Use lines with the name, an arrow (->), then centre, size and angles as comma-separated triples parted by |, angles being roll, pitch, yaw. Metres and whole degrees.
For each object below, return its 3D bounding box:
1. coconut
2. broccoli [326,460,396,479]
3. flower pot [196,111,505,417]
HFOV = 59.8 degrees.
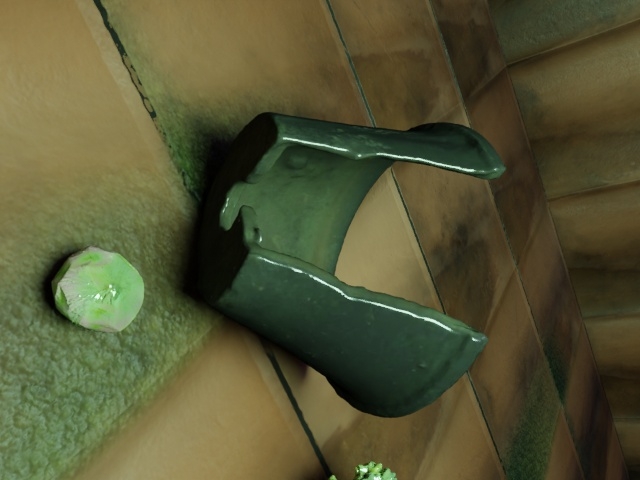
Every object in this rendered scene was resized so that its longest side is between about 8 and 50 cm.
coconut -> -0.213, 0.047, 0.532 | 0.082, 0.081, 0.084 | 4, 87, -39
broccoli -> 0.050, 0.389, 0.642 | 0.375, 0.302, 0.249 | 35, 16, -37
flower pot -> 0.000, 0.000, 0.668 | 0.250, 0.379, 0.380 | 17, 66, -27
